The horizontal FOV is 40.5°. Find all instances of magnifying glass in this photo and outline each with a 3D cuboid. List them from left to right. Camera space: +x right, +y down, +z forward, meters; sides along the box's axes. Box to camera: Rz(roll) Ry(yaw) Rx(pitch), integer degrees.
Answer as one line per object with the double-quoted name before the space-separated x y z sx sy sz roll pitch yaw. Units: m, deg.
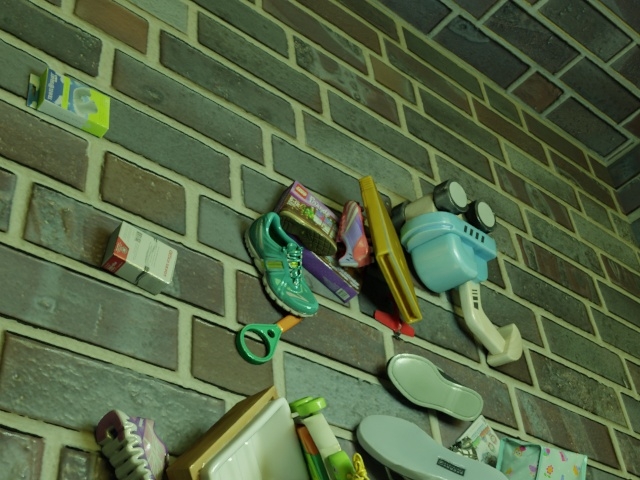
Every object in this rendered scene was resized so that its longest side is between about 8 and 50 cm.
"magnifying glass" -0.110 0.210 1.965 0.092 0.026 0.231 54 33 5

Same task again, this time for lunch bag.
"lunch bag" 0.541 0.645 2.173 0.223 0.160 0.263 20 77 -38

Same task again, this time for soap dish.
"soap dish" -0.145 0.431 1.567 0.291 0.118 0.229 -37 117 -57

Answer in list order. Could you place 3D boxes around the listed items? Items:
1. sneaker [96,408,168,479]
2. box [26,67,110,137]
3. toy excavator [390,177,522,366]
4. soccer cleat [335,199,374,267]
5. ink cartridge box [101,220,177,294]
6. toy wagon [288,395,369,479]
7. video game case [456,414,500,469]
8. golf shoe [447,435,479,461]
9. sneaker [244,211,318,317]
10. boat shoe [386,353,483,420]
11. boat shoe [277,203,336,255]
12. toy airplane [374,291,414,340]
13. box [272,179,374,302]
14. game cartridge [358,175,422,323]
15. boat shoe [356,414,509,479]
"sneaker" -0.302 0.403 1.506 0.104 0.095 0.237 12 48 -53
"box" -0.558 -0.310 1.932 0.178 0.042 0.109 24 42 -35
"toy excavator" 0.413 0.109 2.533 0.432 0.222 0.446 28 51 -37
"soccer cleat" 0.076 -0.021 2.252 0.095 0.083 0.248 -9 41 -4
"ink cartridge box" -0.374 0.038 1.797 0.135 0.056 0.099 32 38 -25
"toy wagon" 0.016 0.431 1.642 0.068 0.344 0.267 -20 84 -13
"video game case" 0.429 0.547 2.265 0.143 0.019 0.157 55 34 7
"golf shoe" 0.334 0.547 2.106 0.198 0.077 0.094 -15 70 -52
"sneaker" -0.085 0.059 2.057 0.107 0.110 0.275 -13 67 -53
"boat shoe" 0.273 0.370 2.197 0.302 0.091 0.114 36 80 -23
"boat shoe" -0.028 -0.029 2.149 0.178 0.064 0.060 36 41 -15
"toy airplane" 0.205 0.202 2.330 0.151 0.028 0.151 31 38 -29
"box" 0.000 0.000 2.260 0.293 0.057 0.201 41 35 -13
"game cartridge" 0.181 0.019 2.315 0.324 0.052 0.285 -102 169 -49
"boat shoe" 0.241 0.533 1.969 0.367 0.157 0.136 22 38 11
